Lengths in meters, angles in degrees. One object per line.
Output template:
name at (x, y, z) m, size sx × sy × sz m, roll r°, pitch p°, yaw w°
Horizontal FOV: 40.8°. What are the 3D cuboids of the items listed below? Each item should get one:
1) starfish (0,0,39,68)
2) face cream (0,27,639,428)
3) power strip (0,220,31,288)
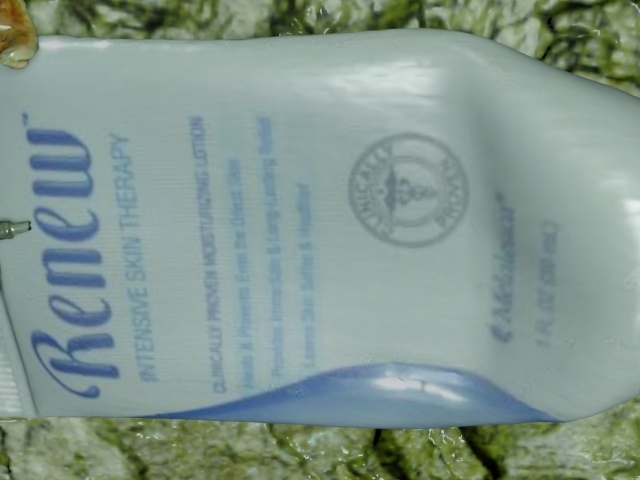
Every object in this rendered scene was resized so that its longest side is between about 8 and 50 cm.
starfish at (-0.236, -0.218, 0.331) m, size 0.375 × 0.094 × 0.327 m, roll -12°, pitch 103°, yaw -13°
face cream at (0.000, 0.000, 0.454) m, size 0.420 × 0.137 × 0.235 m, roll 1°, pitch 113°, yaw 9°
power strip at (-0.261, 0.001, 0.452) m, size 0.227 × 0.029 × 0.080 m, roll -4°, pitch 112°, yaw 7°
